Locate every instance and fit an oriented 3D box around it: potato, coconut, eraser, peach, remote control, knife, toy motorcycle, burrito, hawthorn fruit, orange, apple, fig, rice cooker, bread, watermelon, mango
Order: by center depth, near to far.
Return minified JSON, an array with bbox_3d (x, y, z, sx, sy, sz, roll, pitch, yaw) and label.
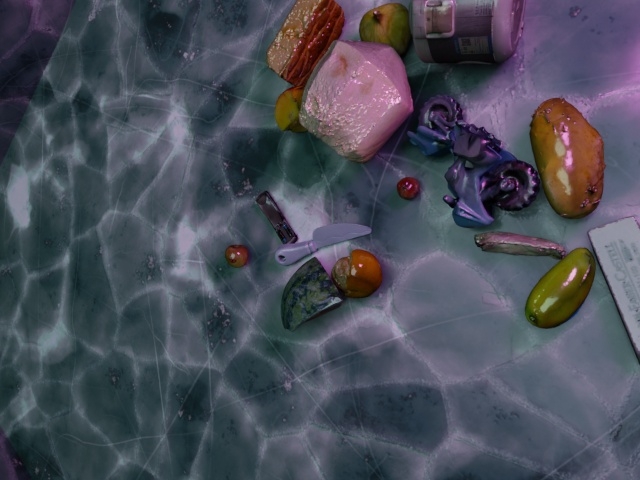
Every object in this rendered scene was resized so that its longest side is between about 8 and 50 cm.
[{"bbox_3d":[0.741,0.124,1.152,0.111,0.077,0.353,-22,78,24],"label":"eraser"},{"bbox_3d":[0.596,-0.202,1.197,0.140,0.172,0.301,147,116,-63],"label":"potato"},{"bbox_3d":[0.592,0.118,1.210,0.111,0.125,0.233,36,81,27],"label":"mango"},{"bbox_3d":[0.369,-0.592,1.268,0.276,0.288,0.289,9,92,26],"label":"rice cooker"},{"bbox_3d":[0.512,0.014,1.285,0.229,0.063,0.058,12,121,26],"label":"burrito"},{"bbox_3d":[0.372,-0.197,1.313,0.416,0.172,0.232,53,124,29],"label":"toy motorcycle"},{"bbox_3d":[0.175,-0.597,1.385,0.159,0.257,0.159,2,98,15],"label":"fig"},{"bbox_3d":[0.107,-0.405,1.392,0.297,0.297,0.310,44,110,22],"label":"coconut"},{"bbox_3d":[0.245,-0.151,1.408,0.066,0.103,0.067,0,91,18],"label":"hawthorn fruit"},{"bbox_3d":[0.106,0.096,1.447,0.156,0.157,0.134,-6,44,27],"label":"orange"},{"bbox_3d":[-0.038,0.181,1.515,0.260,0.256,0.176,-31,118,15],"label":"watermelon"},{"bbox_3d":[-0.043,-0.619,1.535,0.114,0.184,0.275,37,104,18],"label":"bread"},{"bbox_3d":[-0.001,-0.002,1.553,0.331,0.044,0.080,-22,108,22],"label":"knife"},{"bbox_3d":[-0.078,-0.416,1.573,0.151,0.151,0.119,-13,60,26],"label":"peach"},{"bbox_3d":[-0.147,-0.072,1.646,0.059,0.028,0.212,-43,71,23],"label":"remote control"},{"bbox_3d":[-0.284,0.053,1.683,0.083,0.084,0.071,13,110,27],"label":"apple"}]
